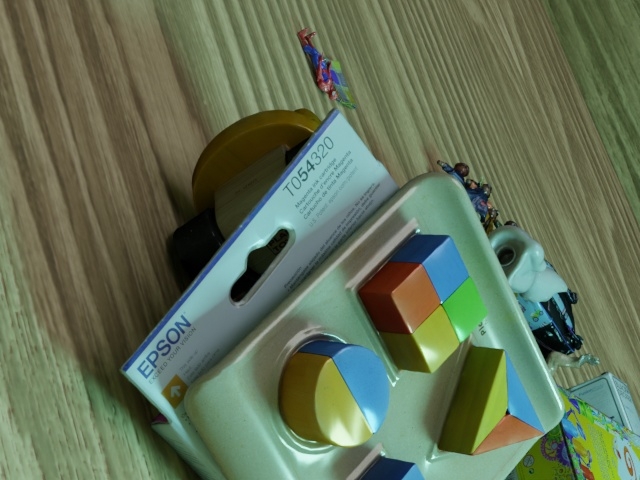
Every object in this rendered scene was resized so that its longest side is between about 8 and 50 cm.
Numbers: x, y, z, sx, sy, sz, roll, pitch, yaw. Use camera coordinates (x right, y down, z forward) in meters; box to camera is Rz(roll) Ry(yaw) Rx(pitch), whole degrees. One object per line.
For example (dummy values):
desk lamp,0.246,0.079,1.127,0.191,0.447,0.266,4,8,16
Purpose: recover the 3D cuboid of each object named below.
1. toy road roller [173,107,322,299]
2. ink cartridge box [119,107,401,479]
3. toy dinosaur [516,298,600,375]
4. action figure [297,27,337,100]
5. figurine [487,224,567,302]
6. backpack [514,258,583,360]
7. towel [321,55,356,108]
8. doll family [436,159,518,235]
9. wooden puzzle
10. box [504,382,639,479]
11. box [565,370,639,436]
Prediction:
toy road roller,0.000,0.000,1.590,0.329,0.202,0.240,49,14,-27
ink cartridge box,-0.004,0.101,1.376,0.324,0.071,0.330,-51,120,-22
toy dinosaur,0.252,0.204,2.037,0.296,0.127,0.200,38,64,-15
action figure,0.001,-0.254,2.116,0.038,0.030,0.115,23,46,-66
figurine,0.241,0.030,2.115,0.209,0.215,0.092,30,77,-62
backpack,0.328,0.096,2.317,0.173,0.117,0.158,52,24,-25
towel,0.028,-0.236,2.178,0.060,0.009,0.083,12,54,-62
doll family,0.254,-0.053,2.381,0.193,0.076,0.111,61,40,-17
wooden puzzle,0.079,0.157,1.353,0.348,0.080,0.322,-41,117,-27
box,0.290,0.356,1.657,0.279,0.177,0.290,32,37,-42
box,0.407,0.357,2.119,0.087,0.169,0.290,29,38,-55
